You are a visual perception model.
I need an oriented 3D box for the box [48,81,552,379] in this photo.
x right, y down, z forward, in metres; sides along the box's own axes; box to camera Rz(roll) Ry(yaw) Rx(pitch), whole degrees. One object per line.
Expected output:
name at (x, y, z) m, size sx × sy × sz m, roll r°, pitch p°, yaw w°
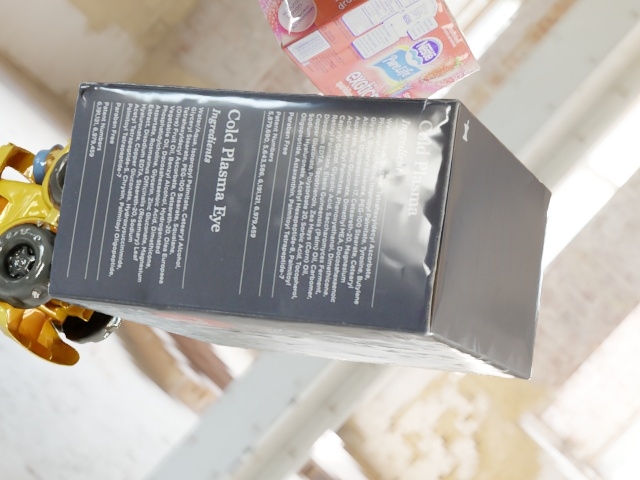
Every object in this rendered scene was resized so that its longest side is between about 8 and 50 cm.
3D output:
box at (0.000, 0.000, 1.349) m, size 0.312 × 0.179 × 0.343 m, roll 4°, pitch -8°, yaw 21°

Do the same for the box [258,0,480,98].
box at (0.040, -0.235, 1.606) m, size 0.142 × 0.154 × 0.300 m, roll 64°, pitch 10°, yaw 18°

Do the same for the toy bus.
toy bus at (-0.273, -0.021, 1.562) m, size 0.211 × 0.220 × 0.149 m, roll 28°, pitch -8°, yaw 30°
